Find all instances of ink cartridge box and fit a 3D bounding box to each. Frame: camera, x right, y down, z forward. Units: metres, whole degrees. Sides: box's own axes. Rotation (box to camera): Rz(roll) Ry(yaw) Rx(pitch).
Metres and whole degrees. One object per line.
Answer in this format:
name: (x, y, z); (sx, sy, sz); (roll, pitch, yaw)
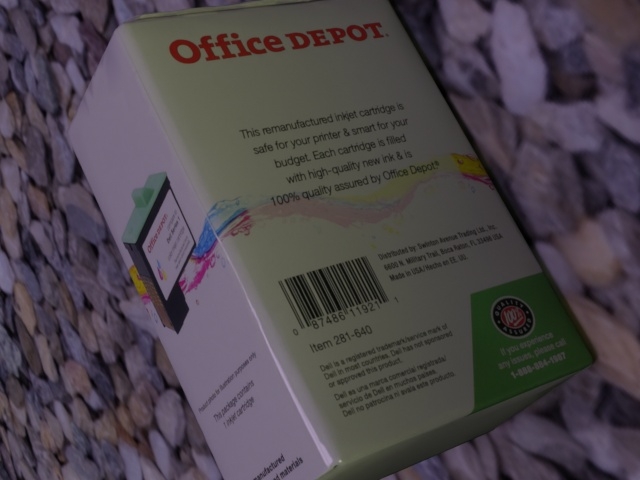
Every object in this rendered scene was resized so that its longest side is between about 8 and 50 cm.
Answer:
ink cartridge box: (0.000, 0.000, 0.711); (0.117, 0.201, 0.278); (-48, 64, 49)
